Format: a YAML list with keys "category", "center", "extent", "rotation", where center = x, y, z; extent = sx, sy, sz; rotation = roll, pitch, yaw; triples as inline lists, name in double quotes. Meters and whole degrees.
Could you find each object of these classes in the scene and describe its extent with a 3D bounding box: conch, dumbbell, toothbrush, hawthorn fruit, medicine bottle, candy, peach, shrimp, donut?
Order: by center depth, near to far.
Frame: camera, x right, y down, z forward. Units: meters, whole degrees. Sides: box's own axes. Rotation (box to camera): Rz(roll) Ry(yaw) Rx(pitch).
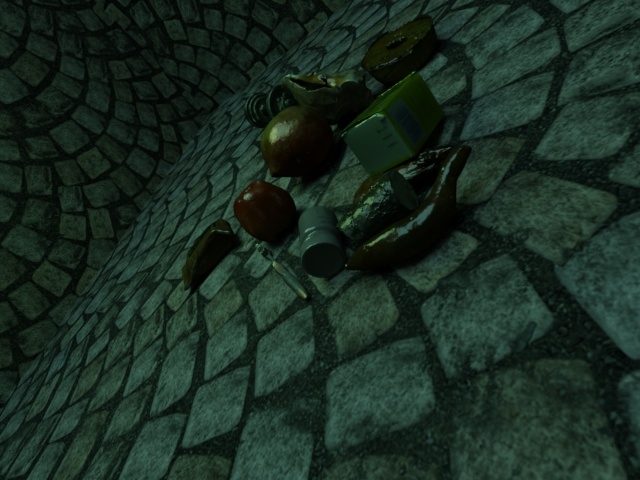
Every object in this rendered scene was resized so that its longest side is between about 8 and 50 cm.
- category: "shrimp"
  center: [0.189, -0.160, 1.051]
  extent: [0.294, 0.062, 0.154]
  rotation: [-20, 32, 42]
- category: "medicine bottle"
  center: [0.000, 0.000, 1.053]
  extent: [0.105, 0.105, 0.168]
  rotation: [-37, 29, 18]
- category: "medicine bottle"
  center: [0.181, -0.284, 1.075]
  extent: [0.137, 0.141, 0.250]
  rotation: [-26, 18, 46]
- category: "toothbrush"
  center: [-0.105, 0.078, 1.175]
  extent: [0.028, 0.037, 0.375]
  rotation: [-51, 31, -2]
- category: "hawthorn fruit"
  center: [-0.169, -0.089, 1.325]
  extent: [0.189, 0.189, 0.189]
  rotation: [-33, 31, 23]
- category: "peach"
  center: [-0.083, -0.304, 1.443]
  extent: [0.232, 0.232, 0.257]
  rotation: [2, 63, 54]
- category: "conch"
  center: [0.023, -0.486, 1.505]
  extent: [0.323, 0.187, 0.263]
  rotation: [0, 14, 12]
- category: "donut"
  center: [0.278, -0.636, 1.505]
  extent: [0.271, 0.107, 0.272]
  rotation: [-29, 37, 25]
- category: "candy"
  center: [-0.402, 0.046, 1.556]
  extent: [0.271, 0.101, 0.143]
  rotation: [-49, 33, 8]
- category: "dumbbell"
  center: [-0.229, -0.631, 2.102]
  extent: [0.179, 0.179, 0.406]
  rotation: [-53, 29, -12]

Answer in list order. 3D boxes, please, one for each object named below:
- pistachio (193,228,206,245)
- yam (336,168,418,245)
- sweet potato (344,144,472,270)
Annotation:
- category: "pistachio"
  center: [-0.426, -0.001, 1.691]
  extent: [0.172, 0.049, 0.090]
  rotation: [-17, 63, 40]
- category: "yam"
  center: [0.123, -0.058, 0.965]
  extent: [0.183, 0.107, 0.107]
  rotation: [-42, 28, 22]
- category: "sweet potato"
  center: [0.183, -0.036, 0.858]
  extent: [0.346, 0.079, 0.108]
  rotation: [-46, 54, 13]
